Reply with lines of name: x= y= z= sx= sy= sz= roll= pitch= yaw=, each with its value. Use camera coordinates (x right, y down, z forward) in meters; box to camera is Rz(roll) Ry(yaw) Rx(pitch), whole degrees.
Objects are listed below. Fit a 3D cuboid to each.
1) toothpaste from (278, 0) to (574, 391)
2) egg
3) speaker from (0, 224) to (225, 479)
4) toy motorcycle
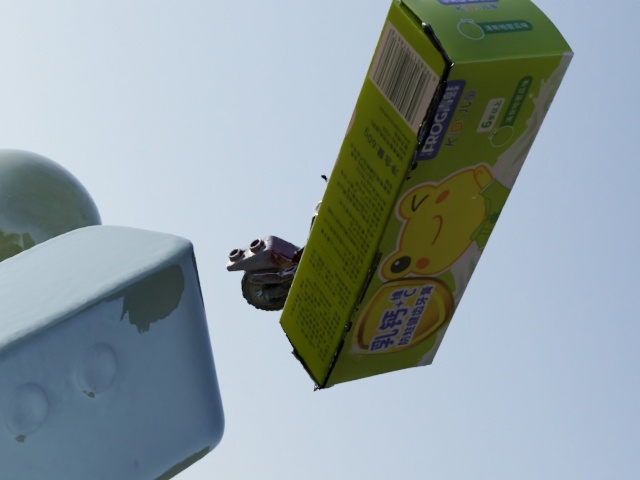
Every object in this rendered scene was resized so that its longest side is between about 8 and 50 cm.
toothpaste: x=0.068 y=-0.031 z=1.022 sx=0.077 sy=0.110 sz=0.327 roll=54 pitch=-39 yaw=34
egg: x=-0.381 y=0.021 z=1.534 sx=0.218 sy=0.295 sz=0.218 roll=60 pitch=-13 yaw=24
speaker: x=-0.266 y=0.147 z=1.089 sx=0.183 sy=0.406 sz=0.184 roll=7 pitch=-62 yaw=46
toy motorcycle: x=0.000 y=0.000 z=1.401 sx=0.213 sy=0.082 sz=0.122 roll=-24 pitch=-62 yaw=20
